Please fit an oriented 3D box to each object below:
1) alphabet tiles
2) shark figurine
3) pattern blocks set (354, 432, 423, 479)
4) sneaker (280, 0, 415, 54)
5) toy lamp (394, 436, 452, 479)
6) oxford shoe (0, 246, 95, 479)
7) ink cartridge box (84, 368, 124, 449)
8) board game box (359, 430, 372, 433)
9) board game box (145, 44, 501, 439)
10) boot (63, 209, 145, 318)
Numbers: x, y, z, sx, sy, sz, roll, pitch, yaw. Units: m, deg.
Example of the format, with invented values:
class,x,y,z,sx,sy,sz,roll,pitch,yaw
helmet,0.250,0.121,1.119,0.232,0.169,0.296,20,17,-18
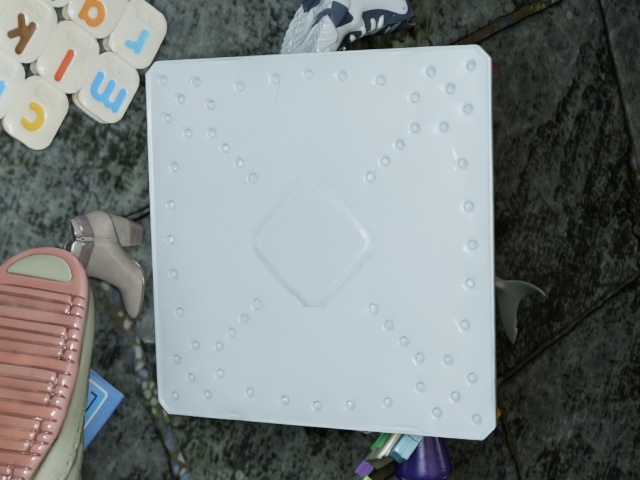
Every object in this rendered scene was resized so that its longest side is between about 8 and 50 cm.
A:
class,x,y,z,sx,sy,sz,roll,pitch,yaw
alphabet tiles,-0.289,-0.248,1.264,0.284,0.021,0.278,36,70,-36
shark figurine,0.168,0.061,1.640,0.278,0.166,0.116,17,108,-57
pattern blocks set,0.108,0.205,1.466,0.026,0.325,0.285,37,63,3
sneaker,0.047,-0.258,1.496,0.153,0.094,0.235,21,69,-30
toy lamp,0.137,0.376,1.629,0.080,0.080,0.275,-8,99,-39
oxford shoe,-0.266,0.204,1.049,0.146,0.140,0.397,40,63,-63
ink cartridge box,-0.407,0.213,1.096,0.270,0.151,0.395,45,71,-27
board game box,-0.002,0.053,1.413,0.053,0.193,0.305,-9,98,-40
board game box,0.000,0.000,1.305,0.050,0.389,0.390,-12,102,-65
boot,-0.233,0.026,1.321,0.087,0.042,0.119,-1,92,-34
